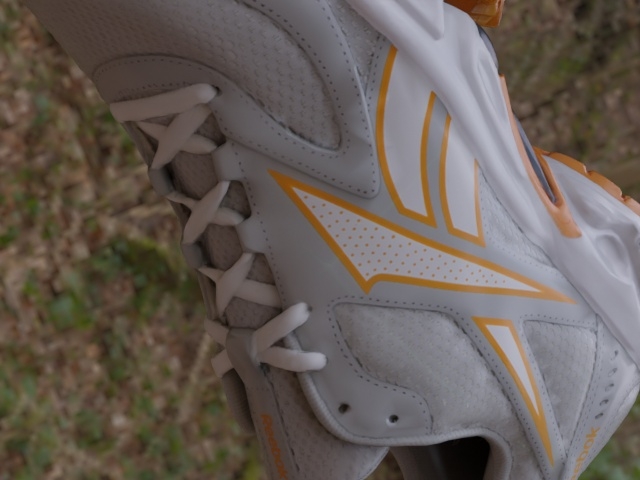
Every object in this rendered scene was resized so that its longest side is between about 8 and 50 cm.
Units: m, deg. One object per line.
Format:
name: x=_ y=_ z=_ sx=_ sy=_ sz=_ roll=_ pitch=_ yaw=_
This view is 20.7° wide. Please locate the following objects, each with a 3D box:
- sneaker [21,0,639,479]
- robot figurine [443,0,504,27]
sneaker: x=0.000 y=0.000 z=0.469 sx=0.262 sy=0.121 sz=0.099 roll=39 pitch=-18 yaw=-30
robot figurine: x=0.136 y=-0.113 z=0.547 sx=0.291 sy=0.211 sz=0.085 roll=-169 pitch=-99 yaw=-79
